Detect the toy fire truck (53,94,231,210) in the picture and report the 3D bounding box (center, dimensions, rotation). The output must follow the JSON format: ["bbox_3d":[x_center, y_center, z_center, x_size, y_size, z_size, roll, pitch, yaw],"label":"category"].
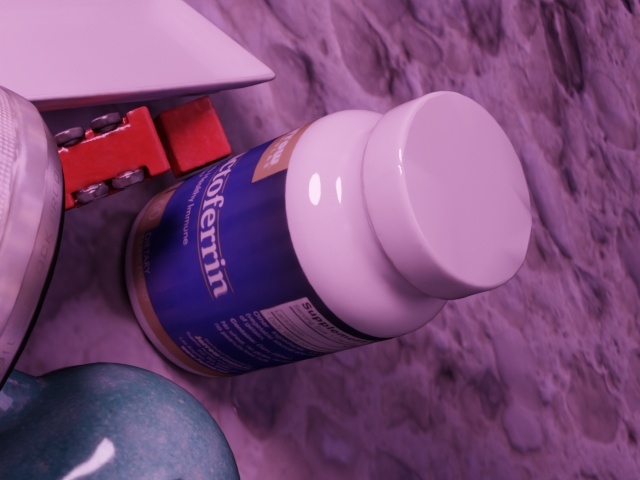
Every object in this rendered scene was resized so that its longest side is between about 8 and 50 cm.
[{"bbox_3d":[-0.151,-0.048,0.742,0.192,0.135,0.047,-22,93,-10],"label":"toy fire truck"}]

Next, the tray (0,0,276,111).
[{"bbox_3d":[-0.170,-0.129,0.763,0.145,0.030,0.270,42,34,27],"label":"tray"}]

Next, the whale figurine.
[{"bbox_3d":[-0.157,0.168,0.629,0.272,0.141,0.216,-14,86,-46],"label":"whale figurine"}]

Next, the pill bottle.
[{"bbox_3d":[0.000,0.000,0.757,0.153,0.264,0.153,18,63,-41],"label":"pill bottle"}]

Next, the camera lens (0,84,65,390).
[{"bbox_3d":[-0.276,-0.016,0.515,0.274,0.219,0.219,28,58,-36],"label":"camera lens"}]
